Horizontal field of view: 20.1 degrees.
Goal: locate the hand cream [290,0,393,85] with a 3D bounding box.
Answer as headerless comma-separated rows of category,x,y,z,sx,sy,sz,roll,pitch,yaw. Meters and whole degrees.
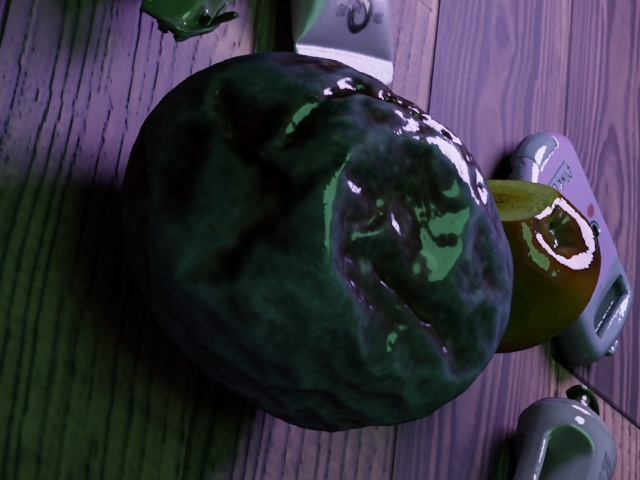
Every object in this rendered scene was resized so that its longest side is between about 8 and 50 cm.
hand cream,0.007,-0.287,1.519,0.140,0.089,0.314,-2,88,-54

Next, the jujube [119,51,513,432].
jujube,-0.008,0.001,1.275,0.246,0.215,0.308,-55,131,-20

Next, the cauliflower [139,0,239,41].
cauliflower,-0.048,-0.316,1.348,0.327,0.281,0.260,37,22,-11

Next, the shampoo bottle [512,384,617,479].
shampoo bottle,0.212,0.222,1.630,0.118,0.087,0.234,56,38,-29

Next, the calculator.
calculator,0.246,0.010,1.792,0.141,0.045,0.246,-48,119,-51

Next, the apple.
apple,0.162,0.015,1.574,0.163,0.147,0.146,60,36,-21
